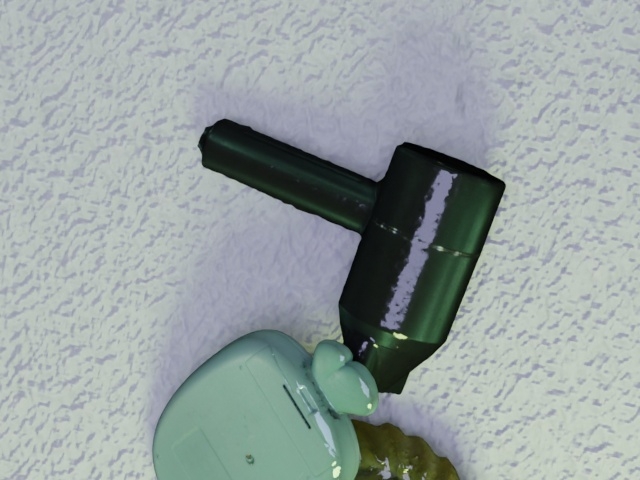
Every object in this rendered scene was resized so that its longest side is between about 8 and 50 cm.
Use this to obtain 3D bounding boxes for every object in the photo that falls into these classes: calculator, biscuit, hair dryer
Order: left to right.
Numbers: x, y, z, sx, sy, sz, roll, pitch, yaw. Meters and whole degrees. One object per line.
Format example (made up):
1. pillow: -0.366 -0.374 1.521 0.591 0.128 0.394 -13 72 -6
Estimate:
1. calculator: -0.058 0.190 1.670 0.295 0.042 0.184 -39 78 36
2. hair dryer: 0.000 0.000 1.679 0.302 0.116 0.244 24 99 16
3. biscuit: 0.066 0.290 1.680 0.187 0.036 0.273 -25 72 6
